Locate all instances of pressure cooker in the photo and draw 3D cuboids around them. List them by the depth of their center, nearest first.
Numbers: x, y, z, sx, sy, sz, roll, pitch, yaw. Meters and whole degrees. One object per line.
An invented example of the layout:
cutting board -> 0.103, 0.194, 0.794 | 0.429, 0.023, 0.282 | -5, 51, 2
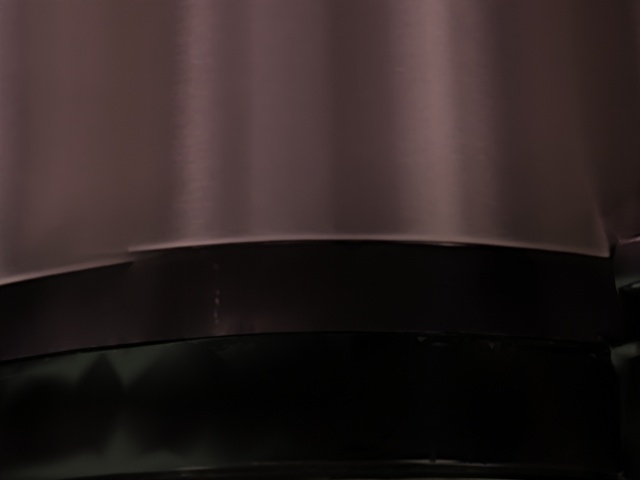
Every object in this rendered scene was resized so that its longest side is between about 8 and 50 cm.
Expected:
pressure cooker -> -0.006, -0.001, 0.586 | 0.370, 0.376, 0.420 | 86, -178, -69
